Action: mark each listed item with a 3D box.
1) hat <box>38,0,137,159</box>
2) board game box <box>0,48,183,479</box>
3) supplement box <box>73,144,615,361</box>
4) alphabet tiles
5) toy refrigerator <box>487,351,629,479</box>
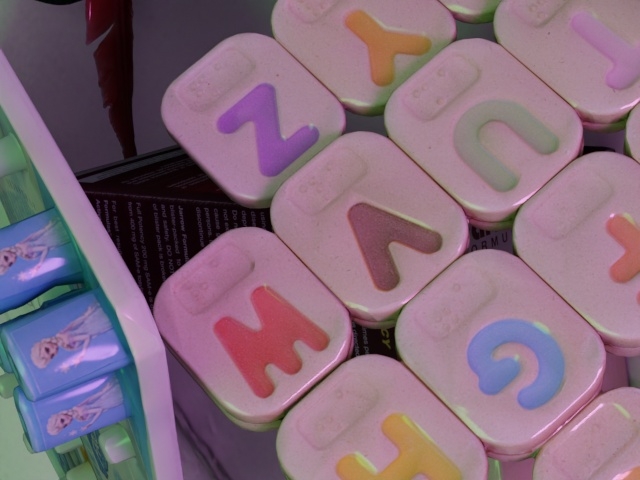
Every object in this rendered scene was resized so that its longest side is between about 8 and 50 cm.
[{"bbox_3d":[-0.111,-0.152,0.917,0.208,0.183,0.173,-52,39,0],"label":"hat"},{"bbox_3d":[-0.165,0.013,0.822,0.390,0.050,0.390,56,161,31],"label":"board game box"},{"bbox_3d":[0.000,0.000,0.785,0.239,0.130,0.073,5,107,42],"label":"supplement box"},{"bbox_3d":[0.083,-0.019,0.641,0.278,0.284,0.021,46,169,24],"label":"alphabet tiles"},{"bbox_3d":[0.084,0.173,0.777,0.094,0.102,0.269,-1,101,42],"label":"toy refrigerator"}]
